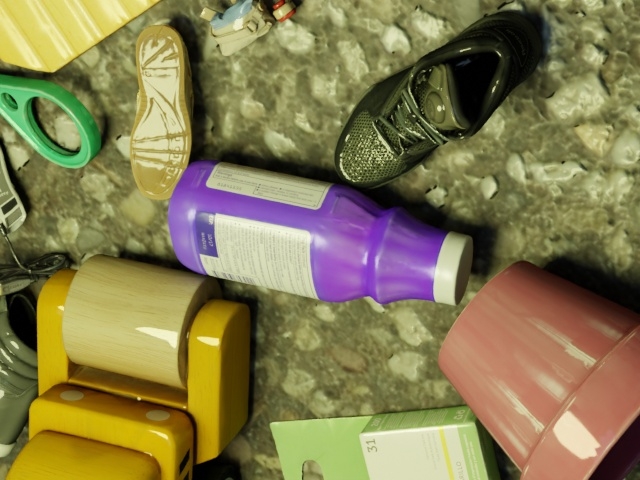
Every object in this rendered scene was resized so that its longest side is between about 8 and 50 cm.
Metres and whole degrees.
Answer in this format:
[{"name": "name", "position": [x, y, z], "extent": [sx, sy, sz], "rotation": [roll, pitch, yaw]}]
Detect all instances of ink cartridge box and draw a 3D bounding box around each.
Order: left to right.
[{"name": "ink cartridge box", "position": [0.066, 0.259, 1.455], "extent": [0.235, 0.056, 0.171], "rotation": [-8, 105, 21]}]

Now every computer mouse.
[{"name": "computer mouse", "position": [-0.343, -0.037, 1.501], "extent": [0.193, 0.106, 0.042], "rotation": [67, 157, 1]}]

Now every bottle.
[{"name": "bottle", "position": [0.000, 0.000, 1.360], "extent": [0.282, 0.092, 0.118], "rotation": [11, 142, 17]}]

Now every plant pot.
[{"name": "plant pot", "position": [0.212, 0.121, 1.285], "extent": [0.180, 0.201, 0.201], "rotation": [39, 118, 22]}]

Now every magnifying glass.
[{"name": "magnifying glass", "position": [-0.320, -0.147, 1.465], "extent": [0.231, 0.026, 0.092], "rotation": [32, 141, 15]}]

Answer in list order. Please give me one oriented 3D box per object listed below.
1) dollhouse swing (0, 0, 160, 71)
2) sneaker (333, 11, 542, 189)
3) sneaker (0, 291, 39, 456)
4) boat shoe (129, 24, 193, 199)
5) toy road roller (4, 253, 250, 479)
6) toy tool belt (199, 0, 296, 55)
[{"name": "dollhouse swing", "position": [-0.308, -0.327, 1.281], "extent": [0.347, 0.315, 0.305], "rotation": [-28, 86, 26]}, {"name": "sneaker", "position": [0.085, -0.114, 1.279], "extent": [0.227, 0.130, 0.087], "rotation": [-33, 92, 29]}, {"name": "sneaker", "position": [-0.396, 0.080, 1.552], "extent": [0.296, 0.104, 0.147], "rotation": [42, 100, 14]}, {"name": "boat shoe", "position": [-0.149, -0.126, 1.401], "extent": [0.063, 0.059, 0.170], "rotation": [7, 105, 6]}, {"name": "toy road roller", "position": [-0.205, 0.200, 1.431], "extent": [0.202, 0.240, 0.330], "rotation": [10, 111, 17]}, {"name": "toy tool belt", "position": [-0.069, -0.213, 1.345], "extent": [0.083, 0.052, 0.051], "rotation": [-29, 104, 26]}]
